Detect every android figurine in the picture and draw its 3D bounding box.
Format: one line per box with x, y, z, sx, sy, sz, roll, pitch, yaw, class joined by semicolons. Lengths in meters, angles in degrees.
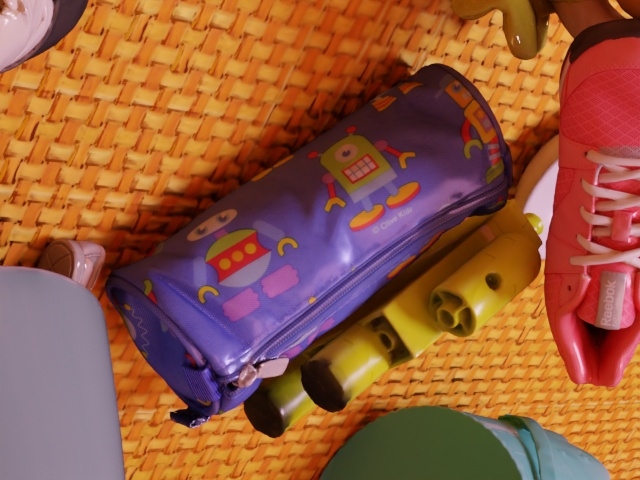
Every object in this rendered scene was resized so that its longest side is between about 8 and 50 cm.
0.066;0.053;1.203;0.273;0.056;0.248;-35;-178;-39;android figurine

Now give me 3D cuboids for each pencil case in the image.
0.000;0.000;1.115;0.306;0.133;0.119;-35;143;-17;pencil case

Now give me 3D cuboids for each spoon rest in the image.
0.271;-0.087;1.351;0.276;0.084;0.137;-44;145;-5;spoon rest

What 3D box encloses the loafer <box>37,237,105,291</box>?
-0.178;0.056;1.065;0.039;0.045;0.125;0;122;-54;loafer

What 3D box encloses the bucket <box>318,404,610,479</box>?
0.131;0.282;1.418;0.281;0.281;0.183;-53;140;9;bucket

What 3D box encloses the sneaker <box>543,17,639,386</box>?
0.212;-0.013;1.084;0.314;0.116;0.136;85;14;-51;sneaker

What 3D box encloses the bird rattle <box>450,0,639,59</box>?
0.223;-0.215;1.091;0.253;0.207;0.143;-50;164;21;bird rattle

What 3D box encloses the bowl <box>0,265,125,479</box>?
-0.237;0.171;0.941;0.311;0.163;0.311;-26;157;-12;bowl

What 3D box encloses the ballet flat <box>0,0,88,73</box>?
-0.213;-0.123;0.806;0.280;0.096;0.095;4;121;-48;ballet flat
